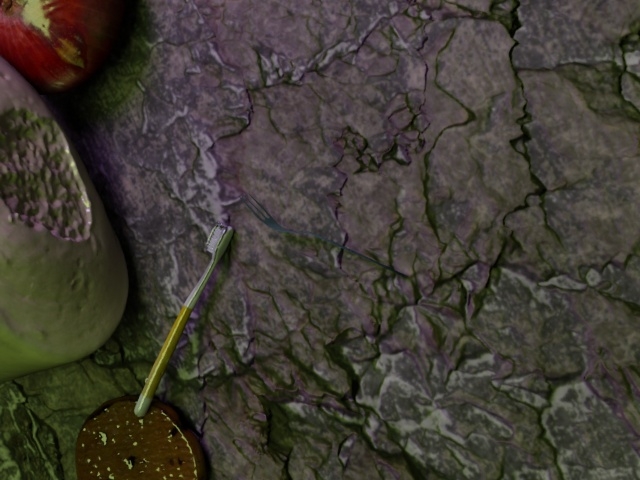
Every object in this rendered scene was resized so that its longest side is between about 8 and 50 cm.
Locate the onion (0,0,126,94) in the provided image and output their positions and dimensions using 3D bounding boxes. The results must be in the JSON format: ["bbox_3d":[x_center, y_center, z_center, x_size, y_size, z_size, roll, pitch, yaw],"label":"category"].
[{"bbox_3d":[-0.369,-0.316,1.286,0.248,0.161,0.247,5,97,45],"label":"onion"}]

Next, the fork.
[{"bbox_3d":[-0.001,0.002,1.220,0.235,0.039,0.021,27,111,15],"label":"fork"}]

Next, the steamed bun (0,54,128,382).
[{"bbox_3d":[-0.501,-0.001,1.249,0.371,0.290,0.455,-18,113,27],"label":"steamed bun"}]

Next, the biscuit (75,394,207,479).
[{"bbox_3d":[-0.251,0.315,1.365,0.212,0.036,0.212,3,97,25],"label":"biscuit"}]

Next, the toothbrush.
[{"bbox_3d":[-0.185,0.106,1.302,0.024,0.021,0.288,31,100,30],"label":"toothbrush"}]
